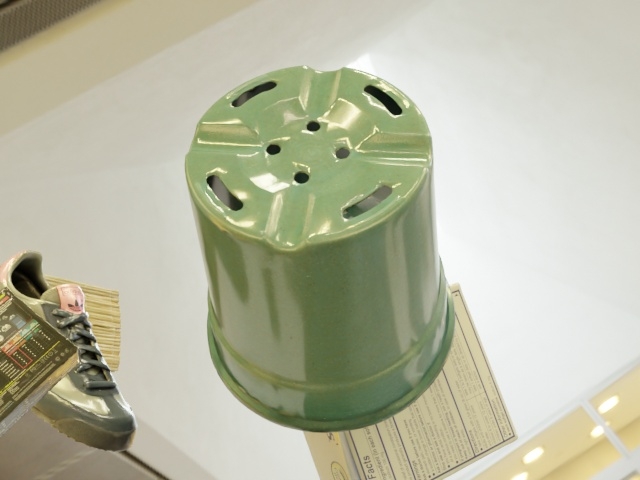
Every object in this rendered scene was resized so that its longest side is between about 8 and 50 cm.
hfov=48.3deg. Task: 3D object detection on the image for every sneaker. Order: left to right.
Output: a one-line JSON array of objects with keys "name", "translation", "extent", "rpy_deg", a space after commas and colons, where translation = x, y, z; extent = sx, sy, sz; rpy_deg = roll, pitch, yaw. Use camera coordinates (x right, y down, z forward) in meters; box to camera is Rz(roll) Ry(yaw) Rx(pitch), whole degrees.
[{"name": "sneaker", "translation": [-0.332, 0.131, 0.911], "extent": [0.131, 0.319, 0.112], "rpy_deg": [-57, -24, 6]}]

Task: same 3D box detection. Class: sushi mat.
[{"name": "sushi mat", "translation": [-0.439, 0.136, 1.190], "extent": [0.019, 0.152, 0.316], "rpy_deg": [-10, -16, 21]}]

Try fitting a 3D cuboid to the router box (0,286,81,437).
[{"name": "router box", "translation": [-0.288, 0.114, 0.626], "extent": [0.122, 0.092, 0.038], "rpy_deg": [-47, -9, -32]}]

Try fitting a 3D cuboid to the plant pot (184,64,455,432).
[{"name": "plant pot", "translation": [0.000, 0.000, 0.846], "extent": [0.341, 0.341, 0.334], "rpy_deg": [-25, -36, -13]}]

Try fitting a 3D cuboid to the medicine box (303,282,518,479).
[{"name": "medicine box", "translation": [0.119, 0.239, 1.118], "extent": [0.289, 0.264, 0.149], "rpy_deg": [-17, -7, -28]}]
